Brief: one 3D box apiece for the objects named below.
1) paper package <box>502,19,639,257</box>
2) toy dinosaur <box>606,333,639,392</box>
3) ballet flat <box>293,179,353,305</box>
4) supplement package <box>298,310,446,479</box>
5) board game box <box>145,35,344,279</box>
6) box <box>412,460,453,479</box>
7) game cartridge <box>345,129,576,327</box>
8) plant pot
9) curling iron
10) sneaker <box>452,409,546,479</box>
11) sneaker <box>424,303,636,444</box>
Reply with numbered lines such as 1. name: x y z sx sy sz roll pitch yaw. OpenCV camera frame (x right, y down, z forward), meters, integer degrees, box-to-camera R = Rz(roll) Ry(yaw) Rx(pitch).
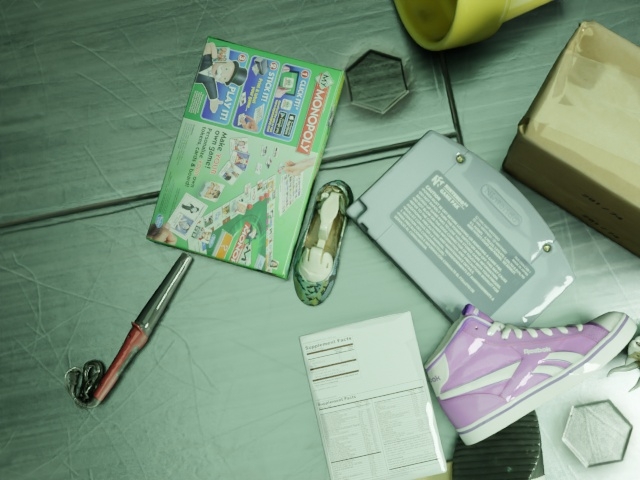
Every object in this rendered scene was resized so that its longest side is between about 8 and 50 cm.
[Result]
1. paper package: 0.415 -0.098 1.179 0.325 0.309 0.168 33 90 8
2. toy dinosaur: 0.556 0.159 1.251 0.313 0.121 0.160 20 101 -4
3. ballet flat: 0.000 0.000 1.320 0.070 0.070 0.188 11 84 5
4. supplement package: 0.070 0.212 1.222 0.149 0.194 0.203 -13 83 2
5. board game box: -0.109 -0.123 1.353 0.213 0.046 0.317 16 84 5
6. box: 0.119 0.406 1.282 0.201 0.021 0.164 -12 82 3
7. game cartridge: 0.206 -0.002 1.298 0.198 0.062 0.297 -43 88 -6
8. plant pot: 0.242 -0.412 1.277 0.239 0.254 0.254 -15 82 -13
9. curling iron: -0.278 0.130 1.338 0.068 0.035 0.274 38 87 7
10. sneaker: 0.254 0.378 1.240 0.122 0.146 0.330 -7 58 28
11. sneaker: 0.273 0.133 1.221 0.282 0.102 0.161 -29 83 -8
